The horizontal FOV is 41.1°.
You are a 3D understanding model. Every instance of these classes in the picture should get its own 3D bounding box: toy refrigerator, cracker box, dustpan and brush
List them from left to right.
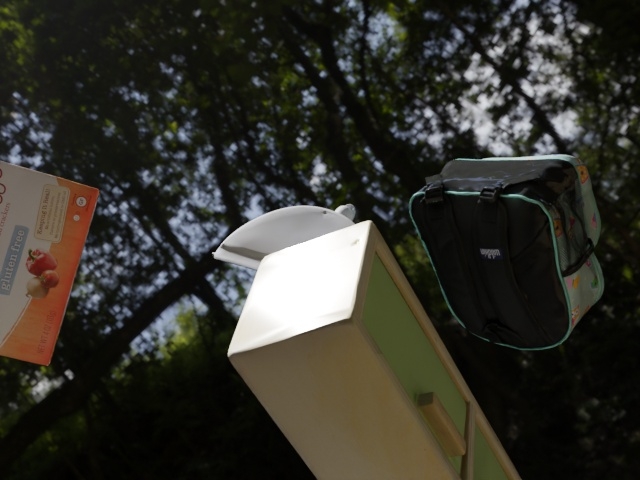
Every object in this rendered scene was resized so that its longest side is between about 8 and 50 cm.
[{"bbox_3d":[-0.319,0.002,0.706,0.067,0.232,0.155,160,124,-71],"label":"cracker box"},{"bbox_3d":[0.000,0.000,0.840,0.211,0.147,0.060,-57,-20,-50],"label":"dustpan and brush"},{"bbox_3d":[0.055,0.127,0.577,0.269,0.094,0.102,59,-154,-26],"label":"toy refrigerator"}]

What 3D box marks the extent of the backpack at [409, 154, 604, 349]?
[{"bbox_3d":[0.196,0.009,0.853,0.144,0.166,0.188,-35,-64,-41],"label":"backpack"}]
